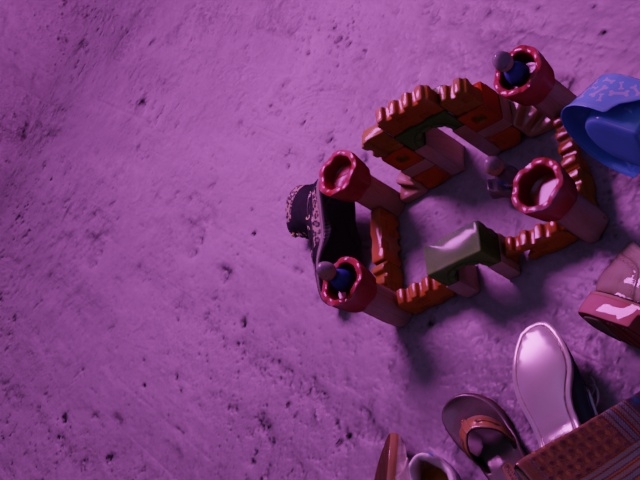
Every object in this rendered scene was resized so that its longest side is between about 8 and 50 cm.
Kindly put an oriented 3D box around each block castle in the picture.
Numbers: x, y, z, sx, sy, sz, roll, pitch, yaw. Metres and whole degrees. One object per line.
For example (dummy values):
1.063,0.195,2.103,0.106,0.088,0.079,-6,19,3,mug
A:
0.194,-0.082,1.748,0.453,0.212,0.303,-28,50,35,block castle

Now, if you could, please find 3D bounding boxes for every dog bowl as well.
0.468,-0.138,1.511,0.297,0.166,0.074,28,77,40,dog bowl

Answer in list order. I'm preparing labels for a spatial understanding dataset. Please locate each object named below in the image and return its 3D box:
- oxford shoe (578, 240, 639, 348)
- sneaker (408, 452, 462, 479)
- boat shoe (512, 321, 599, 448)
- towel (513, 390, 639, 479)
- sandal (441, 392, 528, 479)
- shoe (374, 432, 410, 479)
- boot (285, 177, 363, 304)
0.499,0.081,1.383,0.397,0.140,0.147,17,76,49,oxford shoe
0.184,0.397,1.562,0.087,0.092,0.229,-34,45,4,sneaker
0.333,0.229,1.521,0.095,0.079,0.255,-37,48,25,boat shoe
0.425,0.323,1.226,0.271,0.040,0.370,-23,49,-21,towel
0.236,0.295,1.602,0.090,0.060,0.219,-48,41,16,sandal
0.115,0.396,1.687,0.076,0.058,0.219,119,160,-56,shoe
0.002,-0.001,2.021,0.178,0.085,0.237,174,94,-68,boot
